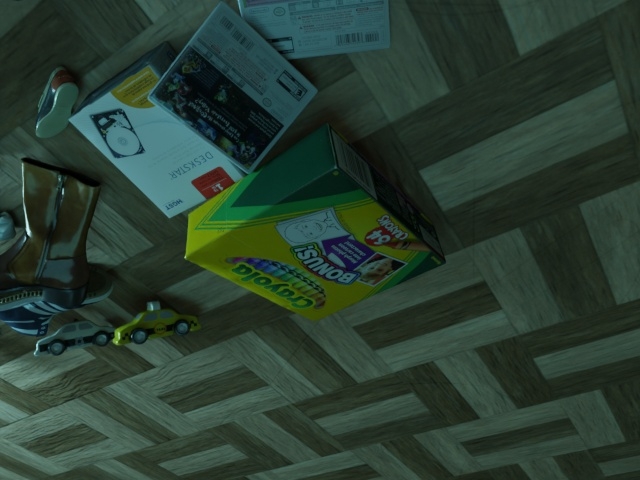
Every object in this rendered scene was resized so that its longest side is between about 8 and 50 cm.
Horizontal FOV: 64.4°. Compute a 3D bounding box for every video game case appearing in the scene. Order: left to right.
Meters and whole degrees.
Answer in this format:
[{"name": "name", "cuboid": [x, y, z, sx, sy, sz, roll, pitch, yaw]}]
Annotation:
[{"name": "video game case", "cuboid": [-0.126, -0.220, 0.760, 0.190, 0.022, 0.173, 36, 99, -31]}, {"name": "video game case", "cuboid": [-0.013, -0.354, 0.708, 0.212, 0.023, 0.193, -4, 132, 8]}]

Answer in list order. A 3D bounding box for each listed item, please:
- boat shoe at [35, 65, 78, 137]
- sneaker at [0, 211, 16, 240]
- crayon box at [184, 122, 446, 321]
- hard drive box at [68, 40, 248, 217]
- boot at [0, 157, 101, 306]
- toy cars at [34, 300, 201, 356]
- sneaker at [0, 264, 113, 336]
[{"name": "boat shoe", "cuboid": [-0.441, -0.225, 0.841, 0.137, 0.049, 0.043, -42, 76, 36]}, {"name": "sneaker", "cuboid": [-0.693, -0.047, 1.017, 0.152, 0.053, 0.061, 10, 128, -16]}, {"name": "crayon box", "cuboid": [0.000, 0.000, 0.919, 0.313, 0.106, 0.363, -29, 139, 25]}, {"name": "hard drive box", "cuboid": [-0.253, -0.173, 0.844, 0.181, 0.089, 0.232, -23, 127, 23]}, {"name": "boot", "cuboid": [-0.569, -0.020, 0.971, 0.264, 0.096, 0.280, 17, 116, -1]}, {"name": "toy cars", "cuboid": [-0.477, 0.199, 1.185, 0.394, 0.176, 0.087, -10, 87, 12]}, {"name": "sneaker", "cuboid": [-0.593, 0.139, 1.148, 0.282, 0.099, 0.153, -5, 142, -2]}]
